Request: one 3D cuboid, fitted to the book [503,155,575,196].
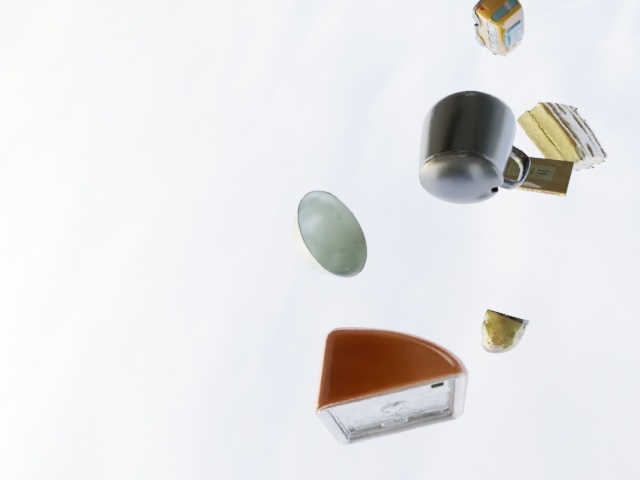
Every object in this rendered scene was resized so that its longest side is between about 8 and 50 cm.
[{"bbox_3d":[0.453,-0.149,0.929,0.172,0.012,0.118,15,-128,28],"label":"book"}]

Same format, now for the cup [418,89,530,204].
[{"bbox_3d":[0.291,-0.159,0.788,0.223,0.169,0.176,23,-118,-7],"label":"cup"}]

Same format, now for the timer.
[{"bbox_3d":[0.139,0.275,0.787,0.250,0.257,0.161,-3,-128,14],"label":"timer"}]

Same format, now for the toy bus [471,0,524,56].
[{"bbox_3d":[0.581,-0.694,1.360,0.126,0.209,0.136,-39,-116,13],"label":"toy bus"}]

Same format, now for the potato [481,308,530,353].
[{"bbox_3d":[0.425,0.219,0.973,0.096,0.066,0.103,14,-88,-5],"label":"potato"}]

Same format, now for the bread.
[{"bbox_3d":[0.820,-0.341,1.413,0.239,0.111,0.246,-9,-115,-34],"label":"bread"}]

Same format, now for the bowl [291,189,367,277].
[{"bbox_3d":[0.000,0.000,1.406,0.146,0.314,0.313,-30,-130,39],"label":"bowl"}]
